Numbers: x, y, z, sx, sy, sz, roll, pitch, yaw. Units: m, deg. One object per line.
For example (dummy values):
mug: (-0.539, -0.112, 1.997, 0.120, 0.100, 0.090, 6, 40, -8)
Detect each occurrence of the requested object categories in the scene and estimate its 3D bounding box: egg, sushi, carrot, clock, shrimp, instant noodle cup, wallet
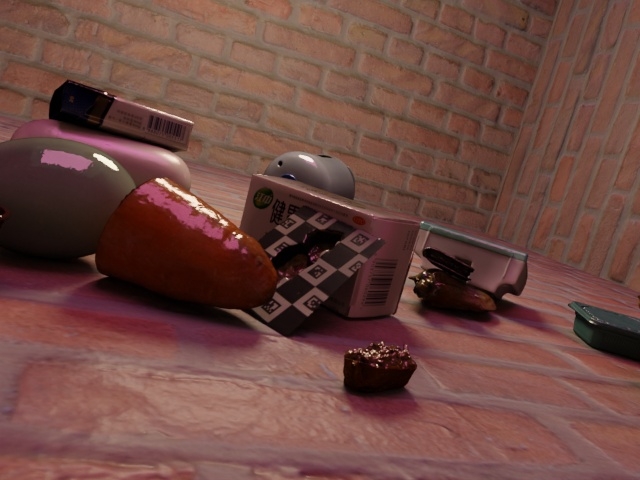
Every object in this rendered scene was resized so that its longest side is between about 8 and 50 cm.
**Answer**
egg: (-0.371, -0.058, 0.761, 0.230, 0.168, 0.168, 4, 14, -32)
sushi: (0.068, 0.144, 0.630, 0.120, 0.055, 0.052, 7, 19, -36)
carrot: (-0.162, 0.025, 0.747, 0.224, 0.159, 0.159, 26, 10, 6)
sushi: (-0.031, 0.050, 0.840, 0.215, 0.051, 0.192, -40, 44, -26)
clock: (0.366, 0.068, 1.351, 0.262, 0.116, 0.231, 21, -9, 25)
shrimp: (0.273, 0.107, 1.127, 0.168, 0.077, 0.317, 20, 4, 25)
instant noodle cup: (0.636, 0.200, 1.187, 0.179, 0.070, 0.157, 16, 10, 4)
wallet: (0.270, 0.050, 1.154, 0.110, 0.031, 0.198, 29, 3, 14)

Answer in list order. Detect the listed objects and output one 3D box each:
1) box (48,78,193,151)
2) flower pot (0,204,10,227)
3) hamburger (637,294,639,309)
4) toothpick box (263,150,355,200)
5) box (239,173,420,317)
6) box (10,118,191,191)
box: (-0.418, -0.251, 1.146, 0.259, 0.071, 0.168, 16, -4, -35)
flower pot: (-0.404, 0.002, 0.593, 0.111, 0.089, 0.111, 15, 8, -2)
hamburger: (0.712, 0.159, 0.925, 0.444, 0.269, 0.287, 7, 13, -21)
toothpick box: (-0.040, -0.150, 1.728, 0.262, 0.263, 0.354, 18, 10, 17)
box: (-0.002, 0.000, 1.004, 0.332, 0.173, 0.145, 23, 11, 41)
box: (-0.457, -0.150, 1.172, 0.348, 0.141, 0.288, 12, -1, -18)
